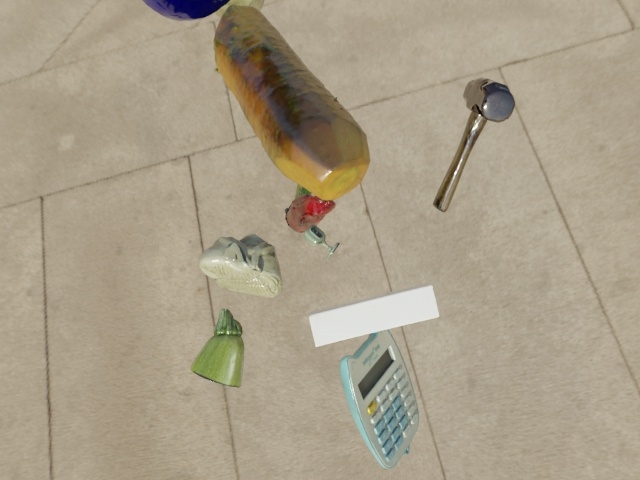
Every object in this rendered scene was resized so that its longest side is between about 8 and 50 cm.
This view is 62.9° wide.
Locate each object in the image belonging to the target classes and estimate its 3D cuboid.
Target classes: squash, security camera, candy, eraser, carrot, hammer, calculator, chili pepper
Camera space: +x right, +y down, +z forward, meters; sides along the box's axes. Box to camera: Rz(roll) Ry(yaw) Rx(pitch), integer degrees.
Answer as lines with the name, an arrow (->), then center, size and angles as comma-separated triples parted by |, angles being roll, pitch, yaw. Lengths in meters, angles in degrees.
squash -> -0.180, 0.202, 1.006 | 0.105, 0.105, 0.132 | 17, 80, 14
security camera -> 0.000, 0.000, 1.331 | 0.092, 0.058, 0.058 | 38, 80, 3
candy -> -0.050, -0.178, 1.663 | 0.032, 0.102, 0.178 | 4, 109, -23
eraser -> 0.124, 0.176, 1.244 | 0.298, 0.076, 0.078 | -14, 88, -1
carrot -> -0.049, -0.181, 0.675 | 0.114, 0.114, 0.302 | -33, 65, -3
hammer -> 0.409, -0.262, 1.496 | 0.095, 0.242, 0.409 | 19, 115, -3
calculator -> 0.173, 0.433, 1.441 | 0.054, 0.256, 0.386 | -12, 107, 41
chili pepper -> -0.036, -0.083, 1.523 | 0.110, 0.387, 0.110 | 1, 84, -14

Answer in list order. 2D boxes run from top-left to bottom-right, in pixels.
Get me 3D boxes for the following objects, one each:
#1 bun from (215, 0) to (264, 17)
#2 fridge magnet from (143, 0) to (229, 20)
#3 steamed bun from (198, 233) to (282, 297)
bun -> -0.236, -0.663, 1.448 | 0.166, 0.173, 0.113 | -9, 93, 5
fridge magnet -> -0.140, -0.358, 0.513 | 0.112, 0.265, 0.265 | 13, 74, 16
steamed bun -> -0.208, 0.053, 1.444 | 0.218, 0.211, 0.144 | 3, 60, 18
